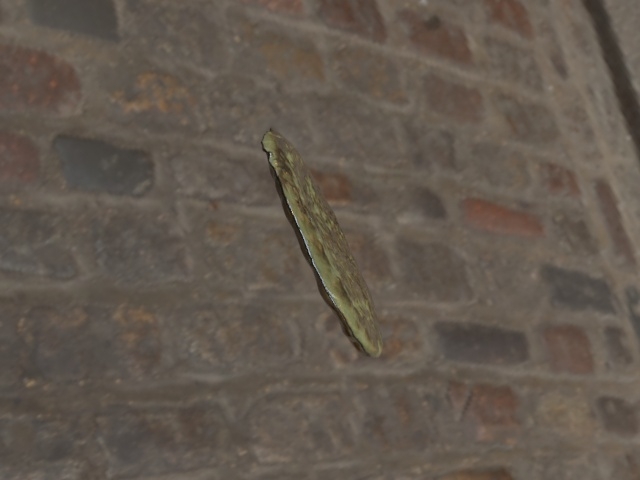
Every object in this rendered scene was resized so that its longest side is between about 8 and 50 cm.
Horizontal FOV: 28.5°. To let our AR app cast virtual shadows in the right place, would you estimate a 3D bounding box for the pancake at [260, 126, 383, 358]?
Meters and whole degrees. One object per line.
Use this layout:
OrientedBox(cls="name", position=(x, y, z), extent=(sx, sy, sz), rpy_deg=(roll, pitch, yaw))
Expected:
OrientedBox(cls="pancake", position=(0.001, -0.001, 0.533), extent=(0.115, 0.011, 0.115), rpy_deg=(64, 6, -11))
